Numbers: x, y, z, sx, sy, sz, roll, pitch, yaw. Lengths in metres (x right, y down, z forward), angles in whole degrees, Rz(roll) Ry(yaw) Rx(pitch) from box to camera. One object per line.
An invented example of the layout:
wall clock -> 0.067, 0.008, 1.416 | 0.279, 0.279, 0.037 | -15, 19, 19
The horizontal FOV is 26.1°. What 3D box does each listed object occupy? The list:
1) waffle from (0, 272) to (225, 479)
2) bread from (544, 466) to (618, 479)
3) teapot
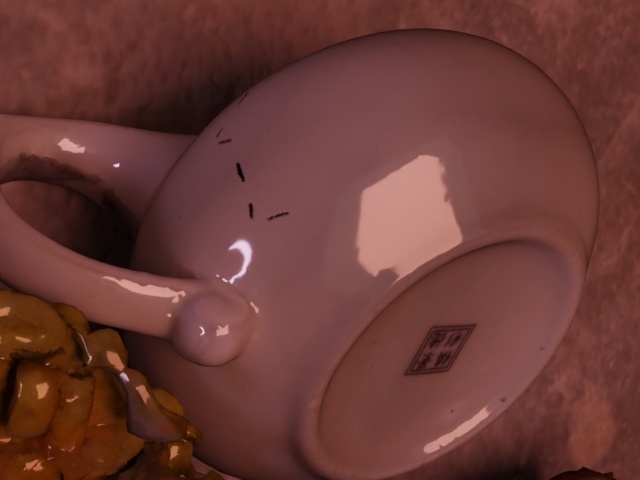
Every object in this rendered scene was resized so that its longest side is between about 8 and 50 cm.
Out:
waffle -> -0.160, 0.123, 0.455 | 0.262, 0.060, 0.280 | -38, 134, -5
bread -> 0.067, 0.306, 0.656 | 0.333, 0.143, 0.324 | -11, 113, -48
teapot -> 0.000, 0.000, 0.560 | 0.299, 0.166, 0.208 | 10, 133, -36
